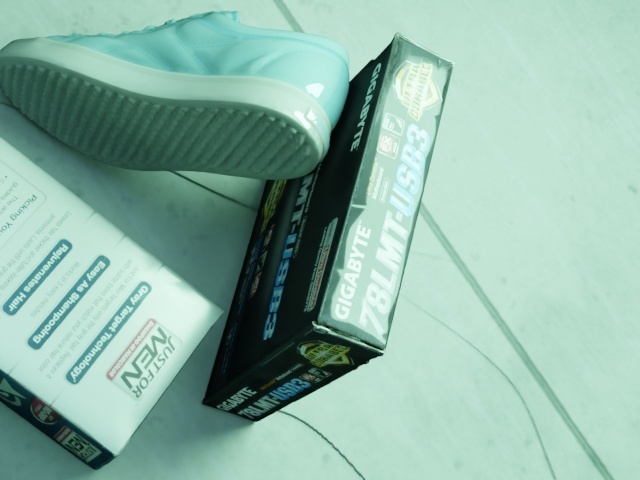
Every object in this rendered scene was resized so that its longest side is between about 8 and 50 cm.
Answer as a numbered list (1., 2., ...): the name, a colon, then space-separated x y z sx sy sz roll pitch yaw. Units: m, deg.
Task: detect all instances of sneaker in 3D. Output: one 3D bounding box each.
1. sneaker: -0.139 -0.156 0.998 0.366 0.135 0.150 14 53 19

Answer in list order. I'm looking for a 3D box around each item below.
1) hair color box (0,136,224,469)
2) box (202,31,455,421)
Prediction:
1. hair color box: -0.282 0.034 0.936 0.347 0.105 0.174 39 60 -6
2. box: 0.000 0.000 0.966 0.073 0.293 0.295 22 63 -15
